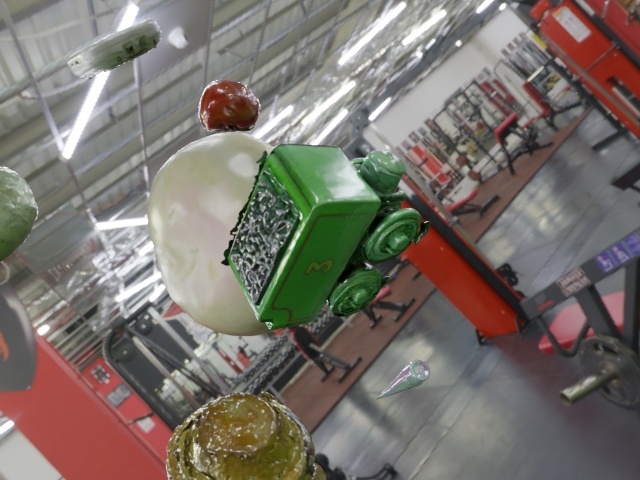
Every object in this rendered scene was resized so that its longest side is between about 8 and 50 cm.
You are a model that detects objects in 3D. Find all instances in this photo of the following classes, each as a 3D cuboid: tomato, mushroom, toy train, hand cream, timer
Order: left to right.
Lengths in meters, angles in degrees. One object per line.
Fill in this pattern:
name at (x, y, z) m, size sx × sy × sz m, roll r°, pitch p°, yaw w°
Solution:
timer at (-0.605, -0.562, 1.542) m, size 0.237 × 0.087 × 0.262 m, roll 5°, pitch 39°, yaw 45°
tomato at (-0.269, -0.392, 1.526) m, size 0.187 × 0.151 × 0.187 m, roll 0°, pitch 3°, yaw 0°
mushroom at (-0.153, -0.008, 0.940) m, size 0.325 × 0.353 × 0.353 m, roll -39°, pitch -1°, yaw 5°
toy train at (0.000, 0.000, 0.620) m, size 0.188 × 0.132 × 0.243 m, roll -5°, pitch -42°, yaw -35°
hand cream at (0.183, 0.310, 1.138) m, size 0.076 × 0.047 × 0.174 m, roll -13°, pitch -27°, yaw -25°

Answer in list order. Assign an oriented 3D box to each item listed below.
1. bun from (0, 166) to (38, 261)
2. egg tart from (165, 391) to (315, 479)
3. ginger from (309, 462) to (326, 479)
bun at (-0.574, -0.048, 0.859) m, size 0.195 × 0.195 × 0.118 m, roll -43°, pitch -37°, yaw -17°
egg tart at (-0.126, 0.324, 0.831) m, size 0.241 × 0.241 × 0.105 m, roll -42°, pitch -40°, yaw -53°
ginger at (-0.147, 0.594, 1.207) m, size 0.375 × 0.176 × 0.256 m, roll -26°, pitch -9°, yaw 32°
